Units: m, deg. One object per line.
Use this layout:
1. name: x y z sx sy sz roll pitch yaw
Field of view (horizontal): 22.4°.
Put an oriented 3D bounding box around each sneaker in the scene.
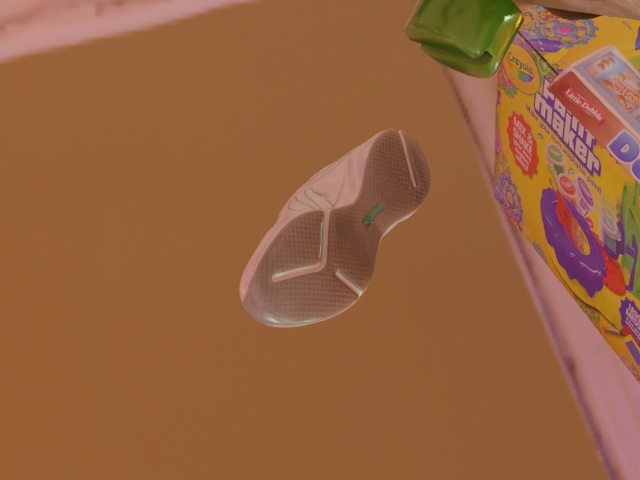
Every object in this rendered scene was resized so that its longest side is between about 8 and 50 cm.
1. sneaker: 0.000 0.000 0.819 0.061 0.053 0.152 -21 -162 41

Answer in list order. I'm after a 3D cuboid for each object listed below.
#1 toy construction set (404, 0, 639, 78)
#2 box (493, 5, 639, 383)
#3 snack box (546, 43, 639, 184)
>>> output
1. toy construction set: 0.028 -0.199 0.535 0.309 0.257 0.237 27 -88 27
2. box: 0.309 -0.051 1.136 0.279 0.177 0.290 -16 -138 -15
3. snack box: 0.204 -0.034 0.892 0.178 0.022 0.064 47 -144 9
